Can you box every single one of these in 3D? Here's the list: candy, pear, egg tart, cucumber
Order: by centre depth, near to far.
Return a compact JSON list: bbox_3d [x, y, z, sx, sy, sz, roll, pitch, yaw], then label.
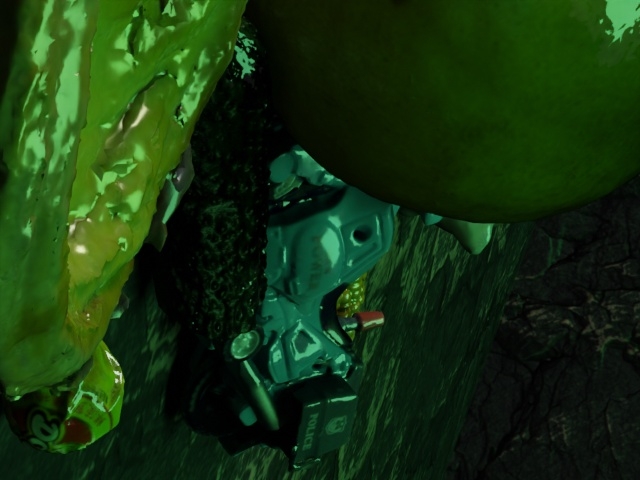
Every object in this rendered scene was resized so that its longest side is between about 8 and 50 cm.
[{"bbox_3d":[-0.094,-0.073,0.645,0.279,0.095,0.279,18,90,-84],"label":"egg tart"},{"bbox_3d":[-0.106,0.012,0.824,0.062,0.058,0.194,102,2,-63],"label":"candy"},{"bbox_3d":[-0.055,-0.042,0.887,0.245,0.067,0.067,97,16,-52],"label":"cucumber"},{"bbox_3d":[0.085,-0.139,0.899,0.321,0.269,0.269,18,90,-35],"label":"pear"}]

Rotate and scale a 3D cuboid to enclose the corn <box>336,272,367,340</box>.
[{"bbox_3d":[0.000,0.000,1.195,0.080,0.080,0.238,-54,160,-57],"label":"corn"}]

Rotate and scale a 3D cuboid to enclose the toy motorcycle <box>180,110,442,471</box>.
[{"bbox_3d":[-0.001,0.018,1.077,0.182,0.123,0.272,-12,130,-30],"label":"toy motorcycle"}]

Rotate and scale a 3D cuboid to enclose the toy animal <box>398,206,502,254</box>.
[{"bbox_3d":[0.172,-0.079,1.526,0.188,0.308,0.266,-50,142,-4],"label":"toy animal"}]
